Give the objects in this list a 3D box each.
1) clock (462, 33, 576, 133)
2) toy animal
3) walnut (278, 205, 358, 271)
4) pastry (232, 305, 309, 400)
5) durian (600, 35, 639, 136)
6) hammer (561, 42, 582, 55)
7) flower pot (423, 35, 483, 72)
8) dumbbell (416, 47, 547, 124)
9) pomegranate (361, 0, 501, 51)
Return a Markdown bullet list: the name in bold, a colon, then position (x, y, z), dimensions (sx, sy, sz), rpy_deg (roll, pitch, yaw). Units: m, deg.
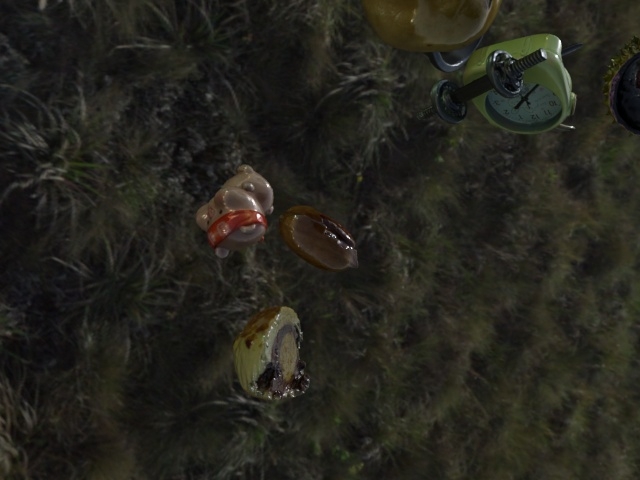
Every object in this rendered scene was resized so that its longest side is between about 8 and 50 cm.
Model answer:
- **clock**: position (0.371, -0.256, 1.108), dimensions (0.232, 0.170, 0.069), rpy_deg (43, 57, -40)
- **toy animal**: position (-0.191, -0.060, 1.418), dimensions (0.198, 0.171, 0.171), rpy_deg (-73, 147, -48)
- **walnut**: position (0.000, 0.000, 1.352), dimensions (0.207, 0.116, 0.116), rpy_deg (35, 75, -7)
- **pastry**: position (-0.146, 0.298, 1.631), dimensions (0.256, 0.170, 0.237), rpy_deg (19, 66, -64)
- **durian**: position (0.523, -0.267, 1.030), dimensions (0.108, 0.119, 0.187), rpy_deg (-73, 150, -56)
- **hammer**: position (0.458, -0.367, 1.251), dimensions (0.178, 0.065, 0.021), rpy_deg (-27, 80, -18)
- **flower pot**: position (0.322, -0.702, 1.812), dimensions (0.379, 0.251, 0.379), rpy_deg (-38, 143, -38)
- **dumbbell**: position (0.252, -0.247, 1.003), dimensions (0.081, 0.254, 0.082), rpy_deg (12, 70, -35)
- **pomegranate**: position (0.237, -0.566, 1.355), dimensions (0.332, 0.332, 0.333), rpy_deg (-16, 114, -40)
